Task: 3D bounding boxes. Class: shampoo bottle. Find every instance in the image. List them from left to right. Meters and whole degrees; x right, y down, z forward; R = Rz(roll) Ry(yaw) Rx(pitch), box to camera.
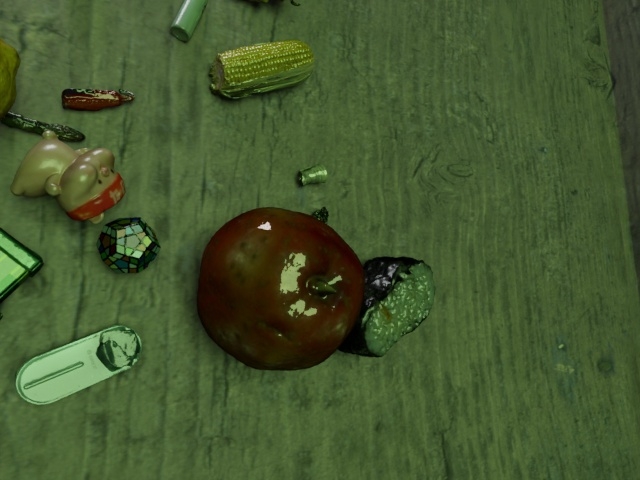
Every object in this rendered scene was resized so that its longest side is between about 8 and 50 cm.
[{"bbox_3d":[-0.332,-0.616,1.273,0.056,0.056,0.195,26,71,-23],"label":"shampoo bottle"}]

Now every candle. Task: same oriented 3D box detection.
[{"bbox_3d":[-0.518,-0.331,1.134,0.162,0.048,0.053,-11,122,-30],"label":"candle"}]

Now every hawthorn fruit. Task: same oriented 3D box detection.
[{"bbox_3d":[-0.070,0.113,1.109,0.402,0.403,0.403,5,79,-28],"label":"hawthorn fruit"}]

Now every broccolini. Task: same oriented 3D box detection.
[{"bbox_3d":[0.003,0.001,1.359,0.052,0.054,0.194,30,56,-58],"label":"broccolini"}]

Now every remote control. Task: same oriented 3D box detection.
[{"bbox_3d":[-0.507,0.259,1.031,0.247,0.052,0.104,-20,93,-31],"label":"remote control"}]

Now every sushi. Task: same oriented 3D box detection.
[{"bbox_3d":[0.170,0.176,1.353,0.350,0.170,0.211,-40,120,-31],"label":"sushi"}]

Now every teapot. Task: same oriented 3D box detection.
[{"bbox_3d":[-0.029,-0.185,1.376,0.083,0.057,0.067,-20,54,-27],"label":"teapot"}]

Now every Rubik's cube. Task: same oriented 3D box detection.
[{"bbox_3d":[-0.428,0.010,1.082,0.133,0.133,0.112,23,46,-24],"label":"Rubik's cube"}]

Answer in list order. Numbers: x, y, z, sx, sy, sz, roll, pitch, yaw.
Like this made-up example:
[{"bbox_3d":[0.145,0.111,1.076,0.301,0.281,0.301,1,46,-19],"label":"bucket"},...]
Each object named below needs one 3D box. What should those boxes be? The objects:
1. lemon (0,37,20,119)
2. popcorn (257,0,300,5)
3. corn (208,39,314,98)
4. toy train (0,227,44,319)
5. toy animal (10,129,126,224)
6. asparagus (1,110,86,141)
[{"bbox_3d":[-0.725,-0.309,0.895,0.310,0.253,0.254,-26,95,-24],"label":"lemon"},{"bbox_3d":[-0.160,-0.734,1.340,0.168,0.173,0.195,-51,141,11],"label":"popcorn"},{"bbox_3d":[-0.157,-0.469,1.320,0.305,0.122,0.123,-20,120,-28],"label":"corn"},{"bbox_3d":[-0.707,0.028,0.922,0.301,0.120,0.202,44,60,-16],"label":"toy train"},{"bbox_3d":[-0.521,-0.126,1.030,0.197,0.171,0.171,25,70,-16],"label":"toy animal"},{"bbox_3d":[-0.608,-0.248,1.072,0.165,0.030,0.036,10,67,-27],"label":"asparagus"}]
